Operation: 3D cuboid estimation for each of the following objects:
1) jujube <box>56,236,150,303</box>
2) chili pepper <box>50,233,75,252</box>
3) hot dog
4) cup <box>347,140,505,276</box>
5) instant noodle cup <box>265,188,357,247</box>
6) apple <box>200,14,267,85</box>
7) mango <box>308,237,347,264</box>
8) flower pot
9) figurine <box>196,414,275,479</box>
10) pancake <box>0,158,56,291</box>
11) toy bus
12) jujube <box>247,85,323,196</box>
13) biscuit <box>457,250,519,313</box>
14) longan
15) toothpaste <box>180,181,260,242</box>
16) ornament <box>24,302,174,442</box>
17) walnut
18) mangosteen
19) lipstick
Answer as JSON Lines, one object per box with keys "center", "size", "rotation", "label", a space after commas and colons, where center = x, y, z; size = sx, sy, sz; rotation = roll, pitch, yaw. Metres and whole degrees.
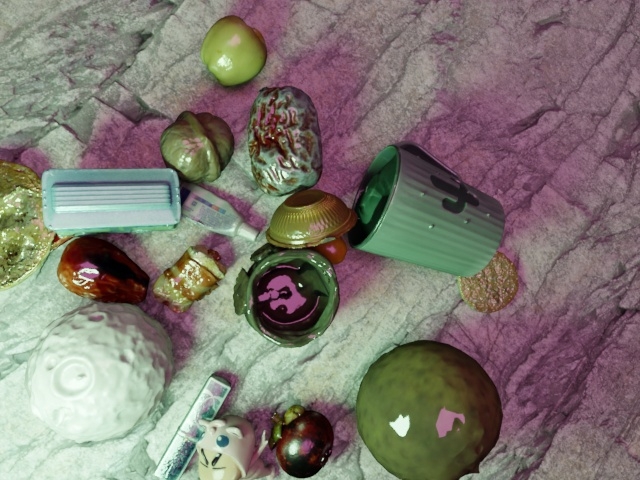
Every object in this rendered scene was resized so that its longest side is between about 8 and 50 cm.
{"center": [-0.576, 0.088, 1.199], "size": [0.236, 0.168, 0.168], "rotation": [28, 79, -26], "label": "jujube"}
{"center": [-0.685, -0.040, 1.245], "size": [0.268, 0.050, 0.059], "rotation": [-43, 120, -10], "label": "chili pepper"}
{"center": [-0.372, 0.106, 1.268], "size": [0.213, 0.103, 0.146], "rotation": [-38, 113, -3], "label": "hot dog"}
{"center": [0.311, -0.113, 1.322], "size": [0.391, 0.310, 0.401], "rotation": [19, 83, -14], "label": "cup"}
{"center": [-0.036, -0.080, 1.259], "size": [0.273, 0.274, 0.091], "rotation": [-20, 117, -12], "label": "instant noodle cup"}
{"center": [-0.254, -0.559, 1.316], "size": [0.199, 0.200, 0.200], "rotation": [1, 84, -11], "label": "apple"}
{"center": [0.000, 0.000, 1.357], "size": [0.184, 0.085, 0.102], "rotation": [37, 83, 5], "label": "mango"}
{"center": [-0.098, 0.144, 1.254], "size": [0.301, 0.213, 0.302], "rotation": [1, 84, -12], "label": "flower pot"}
{"center": [-0.229, 0.597, 1.186], "size": [0.175, 0.186, 0.288], "rotation": [2, 127, 19], "label": "figurine"}
{"center": [-0.892, -0.039, 1.180], "size": [0.386, 0.082, 0.388], "rotation": [0, 85, -4], "label": "pancake"}
{"center": [-0.537, -0.096, 1.174], "size": [0.312, 0.190, 0.152], "rotation": [-4, 83, -21], "label": "toy bus"}
{"center": [-0.103, -0.287, 1.301], "size": [0.225, 0.226, 0.318], "rotation": [-6, 85, -12], "label": "jujube"}
{"center": [0.555, 0.134, 1.475], "size": [0.219, 0.033, 0.220], "rotation": [1, 84, -9], "label": "biscuit"}
{"center": [0.294, 0.467, 1.220], "size": [0.390, 0.391, 0.392], "rotation": [1, 84, -11], "label": "longan"}
{"center": [-0.309, -0.075, 1.320], "size": [0.282, 0.069, 0.099], "rotation": [28, 49, 3], "label": "toothpaste"}
{"center": [-0.539, 0.319, 1.101], "size": [0.336, 0.337, 0.338], "rotation": [1, 84, -11], "label": "ornament"}
{"center": [-0.343, -0.262, 1.247], "size": [0.224, 0.224, 0.225], "rotation": [1, 84, -11], "label": "walnut"}
{"center": [-0.061, 0.558, 1.252], "size": [0.199, 0.200, 0.200], "rotation": [1, 84, -11], "label": "mangosteen"}
{"center": [-0.349, 0.514, 1.236], "size": [0.077, 0.076, 0.290], "rotation": [30, 77, -5], "label": "lipstick"}
